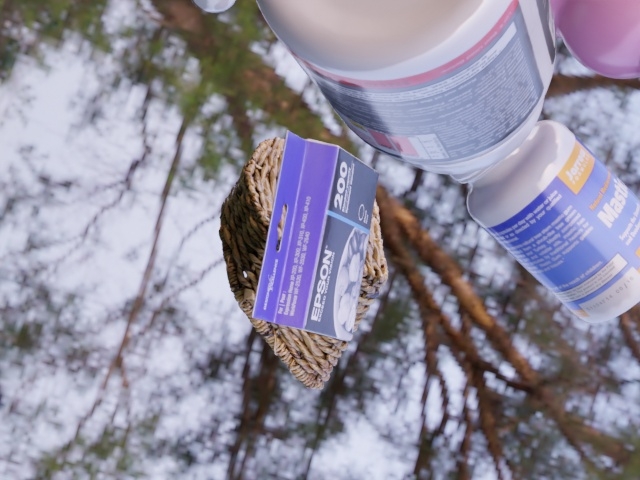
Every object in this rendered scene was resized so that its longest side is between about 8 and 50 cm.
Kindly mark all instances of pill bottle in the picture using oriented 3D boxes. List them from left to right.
[{"bbox_3d":[0.086,-0.181,1.147,0.363,0.210,0.210,42,62,-71],"label":"pill bottle"},{"bbox_3d":[0.268,-0.043,1.599,0.152,0.272,0.152,-44,-166,14],"label":"pill bottle"}]

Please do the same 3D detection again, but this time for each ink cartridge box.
[{"bbox_3d":[0.000,0.000,1.521,0.208,0.045,0.206,21,78,-66],"label":"ink cartridge box"}]

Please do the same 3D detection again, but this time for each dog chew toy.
[{"bbox_3d":[0.315,-0.266,1.433,0.332,0.207,0.206,43,-58,21],"label":"dog chew toy"}]

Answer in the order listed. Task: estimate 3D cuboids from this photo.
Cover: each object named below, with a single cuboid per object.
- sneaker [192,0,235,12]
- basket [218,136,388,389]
[{"bbox_3d":[-0.126,-0.380,1.677,0.145,0.090,0.270,-107,-160,-54],"label":"sneaker"},{"bbox_3d":[-0.052,0.025,1.920,0.299,0.213,0.223,-94,-151,-57],"label":"basket"}]
